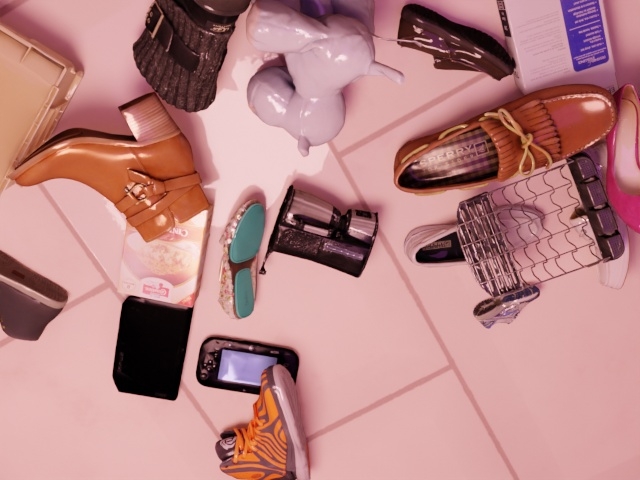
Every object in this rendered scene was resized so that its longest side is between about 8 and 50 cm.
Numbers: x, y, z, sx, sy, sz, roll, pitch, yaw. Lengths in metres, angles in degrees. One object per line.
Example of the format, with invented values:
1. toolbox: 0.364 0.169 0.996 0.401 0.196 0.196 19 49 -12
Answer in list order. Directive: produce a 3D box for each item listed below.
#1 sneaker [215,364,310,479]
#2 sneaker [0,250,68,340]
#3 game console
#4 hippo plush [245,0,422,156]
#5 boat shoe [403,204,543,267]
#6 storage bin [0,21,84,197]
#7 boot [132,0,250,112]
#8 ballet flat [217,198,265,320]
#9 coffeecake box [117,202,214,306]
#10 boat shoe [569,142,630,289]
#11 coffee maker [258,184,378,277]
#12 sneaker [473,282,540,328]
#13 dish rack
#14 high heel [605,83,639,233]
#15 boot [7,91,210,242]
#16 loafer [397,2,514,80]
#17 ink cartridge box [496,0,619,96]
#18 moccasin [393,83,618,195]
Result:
1. sneaker: -0.124 0.378 1.395 0.180 0.125 0.321 -7 125 1
2. sneaker: -0.597 0.100 1.327 0.222 0.083 0.118 34 104 -14
3. game console: -0.220 0.224 1.409 0.361 0.044 0.213 10 108 -7
4. hippo plush: 0.001 -0.288 1.196 0.294 0.234 0.237 24 137 5
5. boat shoe: 0.291 -0.001 1.336 0.267 0.088 0.096 -7 108 0
6. storage bin: -0.578 -0.250 1.192 0.262 0.123 0.260 32 104 -12
7. boot: -0.233 -0.409 1.148 0.131 0.348 0.260 -7 155 -29
8. ballet flat: -0.159 0.033 1.331 0.091 0.077 0.241 -9 114 -46
9. coffeecake box: -0.284 0.014 1.311 0.142 0.068 0.186 11 104 -1
10. boat shoe: 0.511 -0.040 1.335 0.096 0.098 0.277 -9 99 0
11. coffee maker: 0.000 0.000 1.321 0.178 0.120 0.171 19 131 -8
12. sneaker: 0.372 0.131 1.411 0.135 0.052 0.058 -26 118 13
13. dish rack: 0.383 -0.022 1.265 0.271 0.074 0.208 -21 90 8
14. high heel: 0.526 -0.137 1.194 0.082 0.117 0.244 -2 67 10
15. boot: -0.343 -0.093 1.191 0.283 0.109 0.220 -27 114 -8
16. loafer: 0.230 -0.331 1.239 0.220 0.080 0.078 27 128 -1
17. ink cartridge box: 0.399 -0.383 1.229 0.165 0.065 0.333 -17 107 3
18. moccasin: 0.303 -0.164 1.208 0.379 0.147 0.139 -11 110 17
